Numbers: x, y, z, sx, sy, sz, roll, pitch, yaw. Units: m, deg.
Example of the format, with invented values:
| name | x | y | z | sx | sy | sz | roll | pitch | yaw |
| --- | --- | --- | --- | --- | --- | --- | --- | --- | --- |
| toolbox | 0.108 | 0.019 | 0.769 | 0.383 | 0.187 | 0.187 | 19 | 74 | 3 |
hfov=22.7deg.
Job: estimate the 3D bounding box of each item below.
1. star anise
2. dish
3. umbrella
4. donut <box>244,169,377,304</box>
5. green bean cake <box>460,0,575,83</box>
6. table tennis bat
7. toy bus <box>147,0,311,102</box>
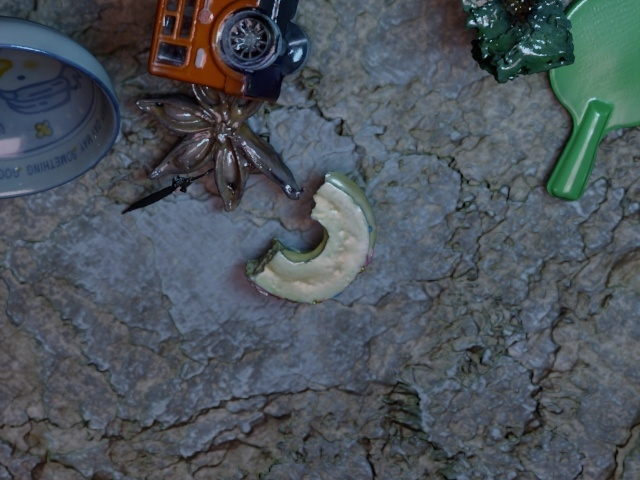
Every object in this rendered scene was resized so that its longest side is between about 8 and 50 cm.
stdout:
| name | x | y | z | sx | sy | sz | roll | pitch | yaw |
| --- | --- | --- | --- | --- | --- | --- | --- | --- | --- |
| star anise | -0.115 | -0.129 | 1.749 | 0.172 | 0.063 | 0.208 | -7 | 116 | 7 |
| dish | -0.354 | -0.170 | 1.685 | 0.273 | 0.134 | 0.273 | -8 | 148 | -5 |
| umbrella | -0.174 | -0.052 | 1.760 | 0.149 | 0.022 | 0.022 | -24 | 99 | 35 |
| donut | 0.002 | 0.005 | 1.798 | 0.108 | 0.065 | 0.166 | 36 | 104 | -14 |
| green bean cake | 0.185 | -0.281 | 1.635 | 0.107 | 0.193 | 0.208 | -14 | 109 | 9 |
| table tennis bat | 0.315 | -0.163 | 1.766 | 0.160 | 0.039 | 0.257 | 18 | 103 | -9 |
| toy bus | -0.074 | -0.312 | 1.614 | 0.153 | 0.143 | 0.329 | 13 | 97 | 14 |
